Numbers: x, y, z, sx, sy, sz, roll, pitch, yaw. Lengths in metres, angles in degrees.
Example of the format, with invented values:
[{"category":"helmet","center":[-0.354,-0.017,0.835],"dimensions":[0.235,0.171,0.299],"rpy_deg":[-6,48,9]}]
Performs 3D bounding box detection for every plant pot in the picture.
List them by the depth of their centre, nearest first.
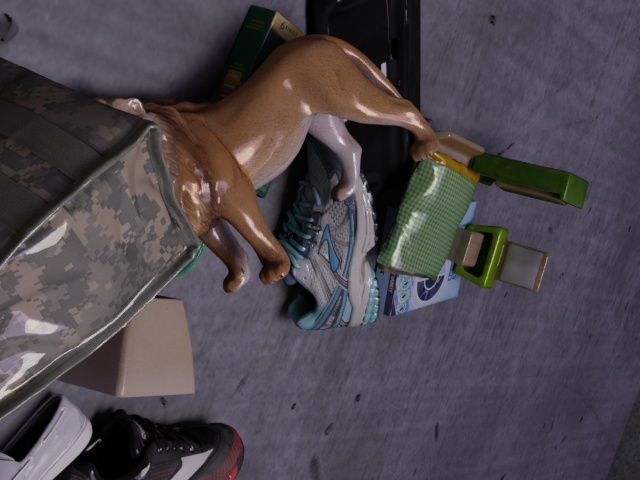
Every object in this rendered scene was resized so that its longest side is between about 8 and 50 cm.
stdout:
[{"category":"plant pot","center":[-0.196,0.101,1.020],"dimensions":[0.109,0.109,0.096],"rpy_deg":[9,88,-54]}]

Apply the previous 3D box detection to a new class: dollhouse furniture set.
[{"category":"dollhouse furniture set","center":[0.229,-0.024,1.366],"dimensions":[0.301,0.151,0.197],"rpy_deg":[10,98,-60]}]

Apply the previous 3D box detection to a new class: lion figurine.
[{"category":"lion figurine","center":[-0.062,-0.107,1.006],"dimensions":[0.392,0.142,0.240],"rpy_deg":[-41,107,-29]}]

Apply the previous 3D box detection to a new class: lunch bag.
[{"category":"lunch bag","center":[-0.279,0.008,0.740],"dimensions":[0.287,0.235,0.169],"rpy_deg":[-47,145,-27]}]

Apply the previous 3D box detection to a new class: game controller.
[{"category":"game controller","center":[0.057,-0.193,1.237],"dimensions":[0.166,0.067,0.319],"rpy_deg":[-22,126,-28]}]

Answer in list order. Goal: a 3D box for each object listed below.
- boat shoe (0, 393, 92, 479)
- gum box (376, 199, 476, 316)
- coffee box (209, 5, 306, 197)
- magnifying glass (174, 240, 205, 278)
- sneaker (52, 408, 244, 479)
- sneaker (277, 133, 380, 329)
[{"category":"boat shoe","center":[-0.303,0.227,0.980],"dimensions":[0.184,0.066,0.063],"rpy_deg":[-44,124,-26]},{"category":"gum box","center":[0.153,0.019,1.477],"dimensions":[0.184,0.041,0.157],"rpy_deg":[-12,116,-50]},{"category":"coffee box","center":[-0.067,-0.150,1.099],"dimensions":[0.113,0.040,0.184],"rpy_deg":[29,84,-53]},{"category":"magnifying glass","center":[-0.205,0.012,1.025],"dimensions":[0.231,0.026,0.092],"rpy_deg":[-20,123,-49]},{"category":"sneaker","center":[-0.185,0.245,1.108],"dimensions":[0.276,0.097,0.135],"rpy_deg":[-15,122,-47]},{"category":"sneaker","center":[0.000,0.000,1.205],"dimensions":[0.122,0.110,0.283],"rpy_deg":[-15,123,-11]}]
